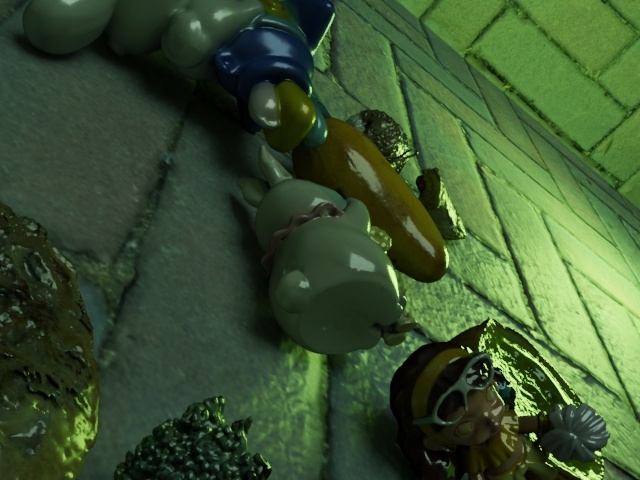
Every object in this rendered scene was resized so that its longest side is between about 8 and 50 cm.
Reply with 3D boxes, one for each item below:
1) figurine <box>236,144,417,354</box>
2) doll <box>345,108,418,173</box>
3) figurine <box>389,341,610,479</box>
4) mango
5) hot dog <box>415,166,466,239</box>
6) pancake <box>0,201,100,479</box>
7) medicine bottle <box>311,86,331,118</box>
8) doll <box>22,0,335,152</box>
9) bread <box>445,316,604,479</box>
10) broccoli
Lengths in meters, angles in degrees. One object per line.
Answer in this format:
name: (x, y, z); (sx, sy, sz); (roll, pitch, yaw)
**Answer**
figurine: (0.000, 0.000, 0.788); (0.155, 0.127, 0.235); (7, 37, -25)
doll: (0.078, -0.139, 1.139); (0.115, 0.105, 0.221); (26, 6, -1)
figurine: (0.162, 0.196, 0.717); (0.240, 0.175, 0.116); (48, -15, -13)
mango: (0.060, -0.045, 0.972); (0.262, 0.109, 0.157); (54, 16, 6)
hot dog: (0.184, -0.053, 1.219); (0.078, 0.061, 0.169); (-92, 157, -47)
pancake: (-0.243, 0.052, 0.424); (0.282, 0.049, 0.282); (34, 27, -20)
medicine bottle: (-0.042, -0.225, 1.154); (0.090, 0.054, 0.208); (19, 36, -47)
doll: (-0.140, -0.257, 0.946); (0.366, 0.187, 0.376); (30, 54, -11)
bread: (0.234, 0.200, 0.889); (0.236, 0.070, 0.236); (33, 28, -20)
broccoli: (-0.046, 0.179, 0.483); (0.122, 0.118, 0.204); (50, 7, 38)
